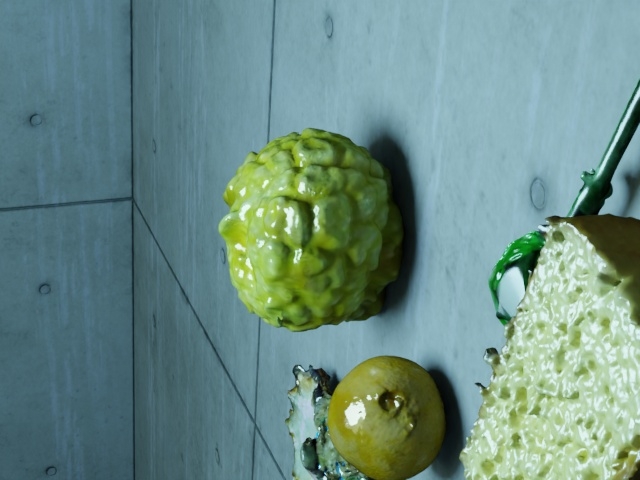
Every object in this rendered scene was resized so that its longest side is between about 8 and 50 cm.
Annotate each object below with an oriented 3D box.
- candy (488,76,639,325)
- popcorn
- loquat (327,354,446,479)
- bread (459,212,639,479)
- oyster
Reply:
[{"bbox_3d":[0.224,-0.048,0.952,0.097,0.097,0.323,-117,37,-45],"label":"candy"},{"bbox_3d":[0.000,0.000,1.412,0.206,0.251,0.237,13,73,46],"label":"popcorn"},{"bbox_3d":[0.075,0.201,1.326,0.141,0.141,0.141,174,90,-70],"label":"loquat"},{"bbox_3d":[0.228,0.131,0.820,0.340,0.179,0.194,100,156,-44],"label":"bread"},{"bbox_3d":[0.005,0.291,1.621,0.259,0.092,0.198,-117,28,-64],"label":"oyster"}]
